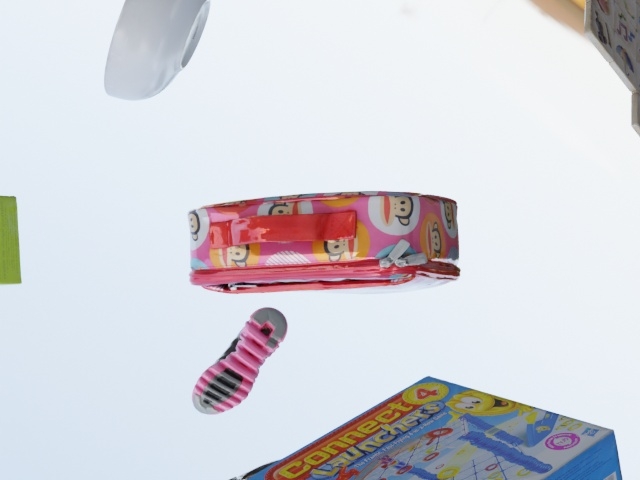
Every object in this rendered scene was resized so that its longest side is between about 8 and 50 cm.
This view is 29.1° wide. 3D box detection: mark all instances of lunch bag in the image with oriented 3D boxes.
[{"bbox_3d":[0.000,0.000,1.411,0.258,0.293,0.120,9,-101,-65],"label":"lunch bag"}]

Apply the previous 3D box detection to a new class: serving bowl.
[{"bbox_3d":[-0.070,-0.100,0.564,0.027,0.083,0.083,23,-157,0],"label":"serving bowl"}]

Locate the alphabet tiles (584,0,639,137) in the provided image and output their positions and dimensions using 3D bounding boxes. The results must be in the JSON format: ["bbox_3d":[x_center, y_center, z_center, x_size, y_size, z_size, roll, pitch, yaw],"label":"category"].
[{"bbox_3d":[0.301,-0.149,1.111,0.237,0.009,0.198,42,-137,-33],"label":"alphabet tiles"}]

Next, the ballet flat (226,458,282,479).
[{"bbox_3d":[-0.095,0.352,1.723,0.058,0.084,0.250,63,-161,10],"label":"ballet flat"}]

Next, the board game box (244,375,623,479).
[{"bbox_3d":[0.125,0.280,1.394,0.308,0.086,0.302,-25,-158,-34],"label":"board game box"}]

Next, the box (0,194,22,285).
[{"bbox_3d":[-0.402,-0.001,1.391,0.178,0.042,0.109,4,-99,-72],"label":"box"}]

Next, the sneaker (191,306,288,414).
[{"bbox_3d":[-0.075,0.113,1.155,0.047,0.119,0.057,41,175,-7],"label":"sneaker"}]
